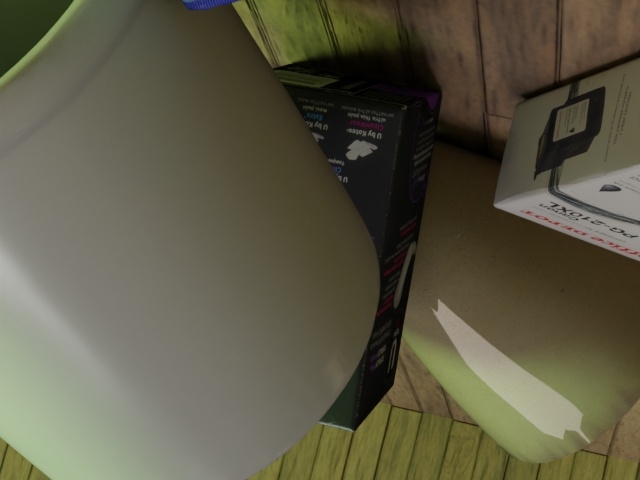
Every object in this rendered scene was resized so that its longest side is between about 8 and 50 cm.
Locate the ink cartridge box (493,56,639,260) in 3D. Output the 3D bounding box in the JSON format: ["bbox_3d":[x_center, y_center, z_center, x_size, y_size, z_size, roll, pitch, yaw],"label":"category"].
[{"bbox_3d":[0.270,-0.059,1.350,0.172,0.100,0.237,20,167,-20],"label":"ink cartridge box"}]

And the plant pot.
[{"bbox_3d":[0.157,0.032,1.633,0.274,0.256,0.256,36,160,-21],"label":"plant pot"}]

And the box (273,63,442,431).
[{"bbox_3d":[0.000,0.000,1.445,0.143,0.270,0.165,11,-169,13],"label":"box"}]

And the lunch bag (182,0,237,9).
[{"bbox_3d":[0.048,-0.221,0.874,0.293,0.138,0.221,2,163,12],"label":"lunch bag"}]

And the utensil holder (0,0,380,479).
[{"bbox_3d":[-0.168,-0.046,1.151,0.327,0.327,0.385,6,147,35],"label":"utensil holder"}]
